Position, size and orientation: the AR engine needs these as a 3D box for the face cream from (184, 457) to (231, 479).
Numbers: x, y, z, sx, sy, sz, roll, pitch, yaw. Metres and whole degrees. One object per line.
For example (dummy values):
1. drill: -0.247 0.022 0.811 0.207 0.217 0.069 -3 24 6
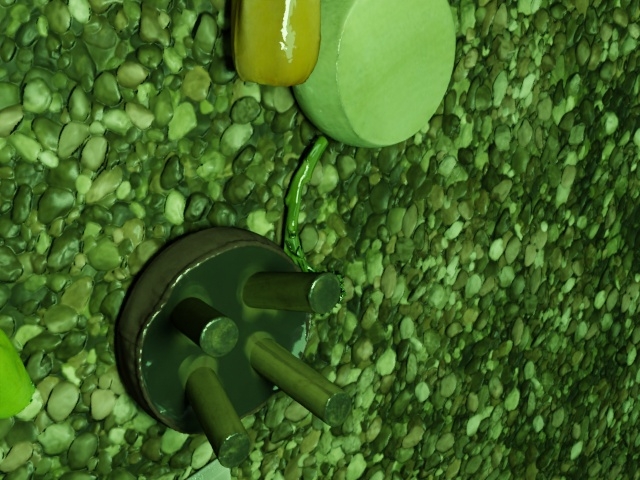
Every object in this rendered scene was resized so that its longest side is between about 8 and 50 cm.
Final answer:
1. face cream: -0.142 0.464 1.573 0.143 0.089 0.314 -29 116 -36

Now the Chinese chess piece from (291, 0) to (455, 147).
1. Chinese chess piece: 0.069 -0.247 1.512 0.250 0.101 0.250 -19 118 -41

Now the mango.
1. mango: -0.360 0.138 1.222 0.091 0.074 0.165 -58 137 -17

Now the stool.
1. stool: -0.094 0.130 1.401 0.272 0.178 0.272 -13 113 -33

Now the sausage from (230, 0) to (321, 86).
1. sausage: -0.046 -0.346 1.353 0.112 0.112 0.328 -10 111 -44

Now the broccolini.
1. broccolini: 0.000 -0.008 1.568 0.123 0.062 0.271 -5 106 -52
